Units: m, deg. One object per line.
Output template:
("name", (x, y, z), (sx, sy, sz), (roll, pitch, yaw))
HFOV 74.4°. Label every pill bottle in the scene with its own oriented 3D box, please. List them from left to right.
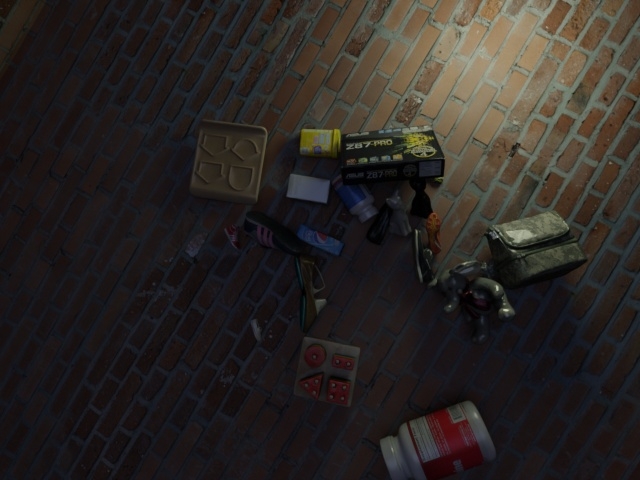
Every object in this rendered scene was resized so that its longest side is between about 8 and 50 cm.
("pill bottle", (0.154, -0.187, 1.810), (0.124, 0.124, 0.222), (-32, 83, 4))
("pill bottle", (0.456, 0.813, 1.674), (0.407, 0.229, 0.229), (-22, 85, 6))

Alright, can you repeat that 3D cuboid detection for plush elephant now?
("plush elephant", (0.577, 0.212, 1.679), (0.255, 0.272, 0.331), (8, 59, -6))

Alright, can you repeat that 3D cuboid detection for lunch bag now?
("lunch bag", (0.838, 0.031, 1.677), (0.304, 0.213, 0.256), (-16, 68, -1))

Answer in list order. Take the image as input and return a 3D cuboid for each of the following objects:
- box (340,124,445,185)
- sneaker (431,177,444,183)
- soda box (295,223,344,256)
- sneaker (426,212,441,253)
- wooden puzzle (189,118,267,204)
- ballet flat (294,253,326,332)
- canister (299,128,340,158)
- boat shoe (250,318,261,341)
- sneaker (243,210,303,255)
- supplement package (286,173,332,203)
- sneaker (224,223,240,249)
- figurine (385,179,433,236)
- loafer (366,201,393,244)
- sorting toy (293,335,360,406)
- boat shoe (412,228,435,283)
("box", (0.281, -0.351, 1.721), (0.393, 0.318, 0.097), (-4, 126, 7))
("sneaker", (0.491, -0.269, 1.821), (0.083, 0.031, 0.035), (18, 90, 7))
("soda box", (0.000, 0.000, 1.845), (0.209, 0.071, 0.067), (24, 90, 7))
("sneaker", (0.475, -0.031, 1.783), (0.064, 0.067, 0.175), (-4, 104, 5))
("wooden puzzle", (-0.412, -0.352, 1.912), (0.321, 0.080, 0.349), (9, 93, 7))
("ballet flat", (-0.039, 0.225, 1.833), (0.123, 0.116, 0.343), (-4, 83, -13))
("canister", (-0.003, -0.431, 1.866), (0.169, 0.073, 0.126), (5, 88, 8))
("boat shoe", (-0.279, 0.398, 1.878), (0.035, 0.035, 0.100), (-21, 78, 8))
("sneaker", (-0.209, -0.003, 1.834), (0.318, 0.112, 0.131), (35, 123, 26))
("supplement package", (-0.046, -0.219, 1.844), (0.179, 0.105, 0.105), (10, 88, 8))
("sneaker", (-0.381, -0.019, 1.905), (0.067, 0.042, 0.119), (-33, 82, 7))
("figurine", (0.356, -0.149, 1.719), (0.214, 0.210, 0.092), (-37, 45, -15))
("loafer", (0.280, -0.085, 1.821), (0.078, 0.076, 0.223), (31, 86, -15))
("sorting toy", (0.024, 0.567, 1.806), (0.255, 0.089, 0.258), (10, 89, 7))
("boat shoe", (0.433, 0.062, 1.781), (0.078, 0.084, 0.233), (-11, 99, 2))
